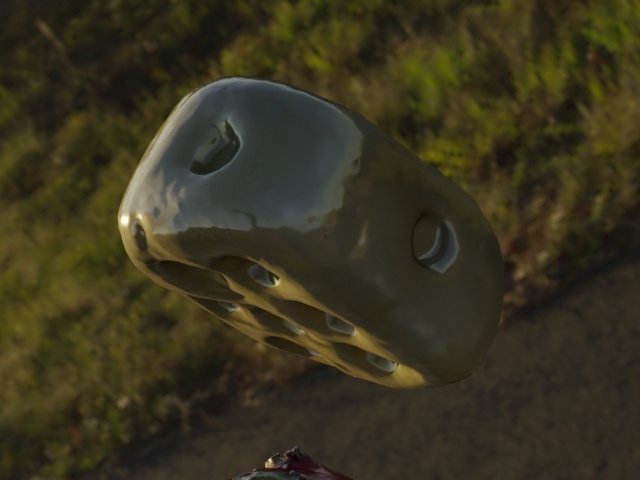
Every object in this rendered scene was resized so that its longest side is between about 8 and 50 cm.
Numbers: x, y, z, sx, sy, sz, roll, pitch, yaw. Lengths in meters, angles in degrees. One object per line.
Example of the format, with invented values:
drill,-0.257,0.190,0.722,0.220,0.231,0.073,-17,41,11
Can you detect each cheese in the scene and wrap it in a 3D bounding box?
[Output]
cheese,0.000,0.000,1.033,0.235,0.218,0.117,121,174,-78

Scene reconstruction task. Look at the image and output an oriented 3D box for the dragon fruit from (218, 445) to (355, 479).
dragon fruit,-0.008,0.269,1.357,0.147,0.282,0.211,-11,34,-24
